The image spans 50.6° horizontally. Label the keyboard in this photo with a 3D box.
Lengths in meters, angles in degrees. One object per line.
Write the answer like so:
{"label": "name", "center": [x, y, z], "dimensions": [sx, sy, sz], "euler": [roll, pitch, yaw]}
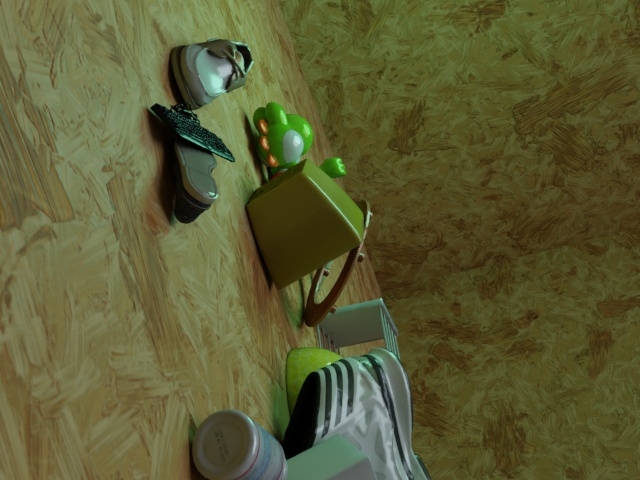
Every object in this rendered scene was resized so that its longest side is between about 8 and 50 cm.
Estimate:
{"label": "keyboard", "center": [-0.196, -0.182, 1.065], "dimensions": [0.100, 0.038, 0.192], "euler": [45, 8, 17]}

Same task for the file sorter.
{"label": "file sorter", "center": [0.112, 0.303, 1.858], "dimensions": [0.278, 0.193, 0.173], "euler": [59, 21, -61]}

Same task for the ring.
{"label": "ring", "center": [0.046, 0.058, 1.640], "dimensions": [0.336, 0.032, 0.336], "euler": [-62, -168, 23]}

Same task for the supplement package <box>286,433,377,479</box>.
{"label": "supplement package", "center": [0.034, 0.462, 1.079], "dimensions": [0.244, 0.139, 0.134], "euler": [70, -18, -8]}

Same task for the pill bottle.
{"label": "pill bottle", "center": [-0.097, 0.283, 0.879], "dimensions": [0.160, 0.087, 0.087], "euler": [63, 15, -56]}

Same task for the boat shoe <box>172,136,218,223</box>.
{"label": "boat shoe", "center": [-0.200, -0.096, 1.021], "dimensions": [0.075, 0.065, 0.206], "euler": [28, 22, -27]}

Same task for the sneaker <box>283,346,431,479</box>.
{"label": "sneaker", "center": [0.060, 0.441, 1.245], "dimensions": [0.169, 0.257, 0.447], "euler": [-27, -106, 58]}

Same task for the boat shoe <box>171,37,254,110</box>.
{"label": "boat shoe", "center": [-0.194, -0.324, 1.249], "dimensions": [0.302, 0.103, 0.113], "euler": [-87, 160, -64]}

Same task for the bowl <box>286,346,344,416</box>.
{"label": "bowl", "center": [0.044, 0.356, 1.443], "dimensions": [0.289, 0.156, 0.289], "euler": [-14, 90, -82]}

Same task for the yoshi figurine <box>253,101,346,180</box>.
{"label": "yoshi figurine", "center": [-0.052, -0.169, 1.684], "dimensions": [0.203, 0.203, 0.362], "euler": [-162, -127, -82]}

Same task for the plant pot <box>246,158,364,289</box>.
{"label": "plant pot", "center": [-0.044, -0.053, 1.469], "dimensions": [0.187, 0.212, 0.212], "euler": [56, 13, -15]}

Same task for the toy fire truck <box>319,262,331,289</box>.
{"label": "toy fire truck", "center": [0.000, 0.000, 1.897], "dimensions": [0.217, 0.158, 0.246], "euler": [36, 29, -77]}
